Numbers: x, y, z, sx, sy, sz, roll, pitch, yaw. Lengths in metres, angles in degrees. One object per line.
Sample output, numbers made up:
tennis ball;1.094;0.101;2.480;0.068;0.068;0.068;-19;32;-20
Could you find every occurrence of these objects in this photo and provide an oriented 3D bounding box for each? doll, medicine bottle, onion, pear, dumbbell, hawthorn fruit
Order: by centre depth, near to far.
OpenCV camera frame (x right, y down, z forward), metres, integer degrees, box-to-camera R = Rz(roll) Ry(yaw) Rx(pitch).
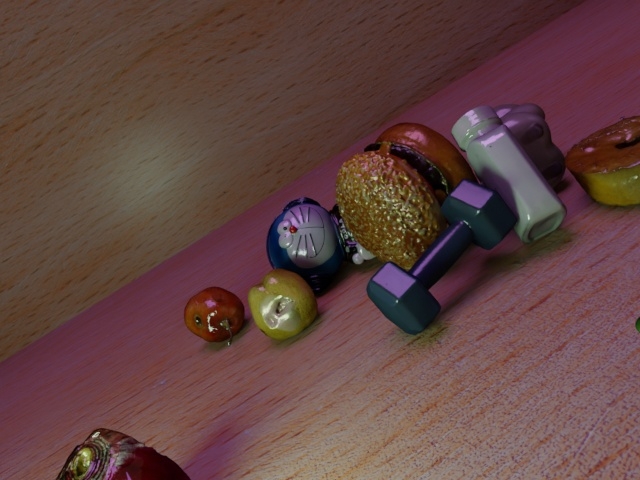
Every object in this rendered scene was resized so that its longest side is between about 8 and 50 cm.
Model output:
onion;-0.328;0.458;0.937;0.206;0.216;0.207;1;44;32
dumbbell;0.241;0.031;1.146;0.325;0.160;0.144;-46;20;-13
medicine bottle;0.399;-0.147;1.223;0.111;0.296;0.161;-30;-27;5
pear;-0.097;0.156;1.428;0.178;0.178;0.178;-28;18;10
doll;0.492;-0.234;1.456;0.226;0.215;0.370;-39;13;32
hawthorn fruit;-0.269;0.220;1.577;0.165;0.165;0.285;-38;25;-21
doll;0.000;0.000;1.601;0.310;0.284;0.240;-17;-22;0

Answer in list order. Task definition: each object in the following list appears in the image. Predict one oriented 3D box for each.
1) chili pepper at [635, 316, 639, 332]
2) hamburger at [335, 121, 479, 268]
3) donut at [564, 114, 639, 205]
chili pepper;0.437;0.145;0.606;0.165;0.174;0.261;-60;24;-7
hamburger;0.199;-0.099;1.371;0.250;0.330;0.330;-44;21;-18
donut;0.656;-0.169;1.177;0.278;0.108;0.277;-28;17;9
